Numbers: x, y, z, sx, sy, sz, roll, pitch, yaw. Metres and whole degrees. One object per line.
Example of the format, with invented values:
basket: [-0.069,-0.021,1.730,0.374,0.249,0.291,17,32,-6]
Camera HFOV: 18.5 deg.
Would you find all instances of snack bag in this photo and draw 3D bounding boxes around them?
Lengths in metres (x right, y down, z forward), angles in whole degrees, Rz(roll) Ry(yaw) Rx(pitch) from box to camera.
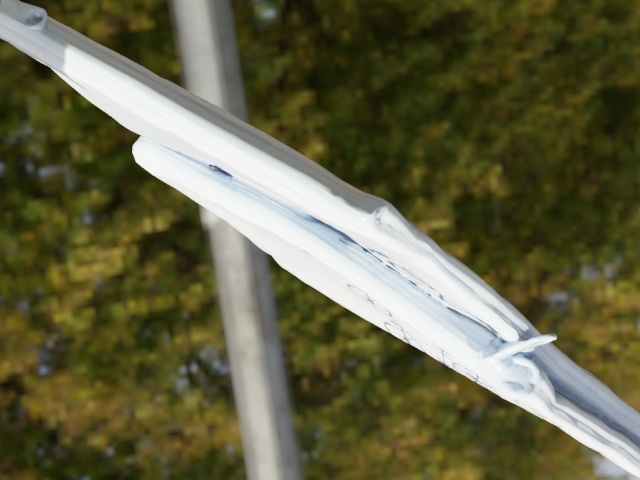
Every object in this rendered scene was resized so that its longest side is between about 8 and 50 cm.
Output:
snack bag: [0.000,0.000,1.027,0.323,0.037,0.342,31,175,38]
